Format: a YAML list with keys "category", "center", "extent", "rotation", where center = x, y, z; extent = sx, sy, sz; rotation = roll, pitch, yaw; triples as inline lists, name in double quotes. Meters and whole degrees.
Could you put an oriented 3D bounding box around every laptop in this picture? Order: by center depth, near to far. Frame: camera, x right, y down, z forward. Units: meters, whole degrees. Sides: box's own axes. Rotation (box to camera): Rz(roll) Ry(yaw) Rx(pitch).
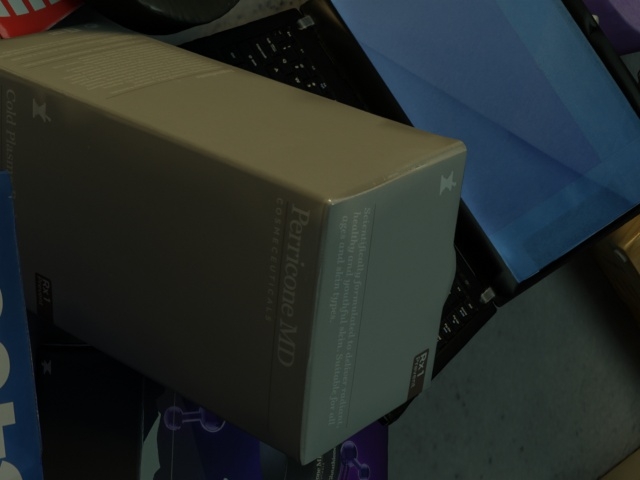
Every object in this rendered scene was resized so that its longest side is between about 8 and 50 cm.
- category: "laptop"
  center: [0.072, -0.067, 0.704]
  extent: [0.234, 0.136, 0.264]
  rotation: [56, 34, 0]

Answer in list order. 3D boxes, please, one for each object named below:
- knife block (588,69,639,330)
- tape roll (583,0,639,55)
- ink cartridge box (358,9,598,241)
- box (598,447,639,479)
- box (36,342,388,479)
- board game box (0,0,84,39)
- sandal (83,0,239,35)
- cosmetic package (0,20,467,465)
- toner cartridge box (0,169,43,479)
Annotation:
- category: "knife block"
  center: [0.347, -0.038, 1.027]
  extent: [0.242, 0.088, 0.275]
  rotation: [-40, 118, -3]
- category: "tape roll"
  center: [0.240, -0.295, 1.035]
  extent: [0.275, 0.090, 0.274]
  rotation: [7, 80, -45]
- category: "ink cartridge box"
  center: [0.123, -0.082, 0.883]
  extent: [0.218, 0.092, 0.158]
  rotation: [-10, 92, -48]
- category: "box"
  center: [0.269, 0.242, 0.976]
  extent: [0.275, 0.113, 0.094]
  rotation: [-21, 98, -47]
- category: "box"
  center: [-0.058, 0.189, 0.653]
  extent: [0.184, 0.103, 0.261]
  rotation: [9, 78, -42]
- category: "board game box"
  center: [-0.174, -0.209, 0.624]
  extent: [0.147, 0.045, 0.193]
  rotation: [-49, 118, -38]
- category: "sandal"
  center: [-0.170, -0.266, 0.525]
  extent: [0.446, 0.107, 0.167]
  rotation: [35, 60, -35]
- category: "cosmetic package"
  center: [-0.060, -0.011, 0.559]
  extent: [0.107, 0.238, 0.127]
  rotation: [-21, 124, -44]
- category: "toner cartridge box"
  center: [-0.178, 0.154, 0.484]
  extent: [0.075, 0.165, 0.347]
  rotation: [-6, 88, -45]
